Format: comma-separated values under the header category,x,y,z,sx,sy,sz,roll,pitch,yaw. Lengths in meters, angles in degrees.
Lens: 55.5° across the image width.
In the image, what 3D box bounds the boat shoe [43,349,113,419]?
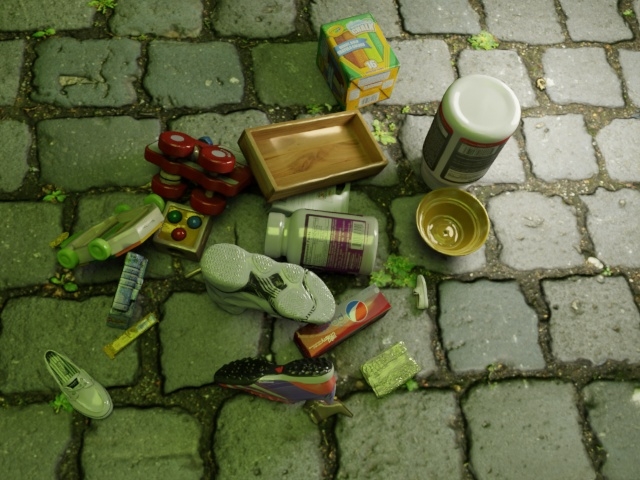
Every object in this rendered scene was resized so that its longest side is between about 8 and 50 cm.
category,x,y,z,sx,sy,sz,roll,pitch,yaw
boat shoe,-0.619,0.363,1.527,0.226,0.076,0.083,37,69,10

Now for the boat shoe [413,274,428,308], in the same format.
category,x,y,z,sx,sy,sz,roll,pitch,yaw
boat shoe,0.280,0.146,1.725,0.035,0.035,0.100,-2,74,-9

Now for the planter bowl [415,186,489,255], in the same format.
category,x,y,z,sx,sy,sz,roll,pitch,yaw
planter bowl,0.375,-0.039,1.779,0.217,0.090,0.217,2,67,-4

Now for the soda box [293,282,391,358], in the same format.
category,x,y,z,sx,sy,sz,roll,pitch,yaw
soda box,0.058,0.223,1.639,0.263,0.092,0.083,-30,74,-16

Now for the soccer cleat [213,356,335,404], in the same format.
category,x,y,z,sx,sy,sz,roll,pitch,yaw
soccer cleat,-0.118,0.367,1.550,0.318,0.108,0.116,-4,111,12

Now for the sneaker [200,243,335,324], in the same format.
category,x,y,z,sx,sy,sz,roll,pitch,yaw
sneaker,-0.147,0.133,1.606,0.365,0.210,0.137,23,67,-8

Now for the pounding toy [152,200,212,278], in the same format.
category,x,y,z,sx,sy,sz,roll,pitch,yaw
pounding toy,-0.353,0.008,1.690,0.206,0.094,0.181,15,67,2

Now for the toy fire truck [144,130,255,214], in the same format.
category,x,y,z,sx,sy,sz,roll,pitch,yaw
toy fire truck,-0.332,-0.219,1.746,0.302,0.169,0.254,23,29,10

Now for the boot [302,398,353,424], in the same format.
category,x,y,z,sx,sy,sz,roll,pitch,yaw
boot,0.016,0.442,1.576,0.118,0.042,0.087,42,76,13

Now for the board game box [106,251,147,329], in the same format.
category,x,y,z,sx,sy,sz,roll,pitch,yaw
board game box,-0.506,0.135,1.591,0.060,0.194,0.194,16,80,-17

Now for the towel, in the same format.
category,x,y,z,sx,sy,sz,roll,pitch,yaw
towel,0.188,0.346,1.635,0.148,0.027,0.110,-29,74,-16

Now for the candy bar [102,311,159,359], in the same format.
category,x,y,z,sx,sy,sz,roll,pitch,yaw
candy bar,-0.501,0.250,1.617,0.161,0.018,0.040,-39,79,-19

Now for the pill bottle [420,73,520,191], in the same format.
category,x,y,z,sx,sy,sz,roll,pitch,yaw
pill bottle,0.408,-0.284,1.736,0.210,0.363,0.210,2,68,-4

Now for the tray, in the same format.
category,x,y,z,sx,sy,sz,roll,pitch,yaw
tray,-0.015,-0.252,1.766,0.411,0.076,0.203,-18,73,-33

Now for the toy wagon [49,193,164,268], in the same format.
category,x,y,z,sx,sy,sz,roll,pitch,yaw
toy wagon,-0.579,-0.015,1.624,0.344,0.068,0.267,-13,24,29

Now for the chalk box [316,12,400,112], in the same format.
category,x,y,z,sx,sy,sz,roll,pitch,yaw
chalk box,0.101,-0.590,1.937,0.180,0.179,0.289,-21,71,-14

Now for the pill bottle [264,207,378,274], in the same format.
category,x,y,z,sx,sy,sz,roll,pitch,yaw
pill bottle,0.000,0.000,1.687,0.301,0.169,0.169,7,67,-2

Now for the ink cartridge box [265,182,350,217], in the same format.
category,x,y,z,sx,sy,sz,roll,pitch,yaw
ink cartridge box,-0.029,-0.184,1.822,0.239,0.060,0.275,16,65,-21
